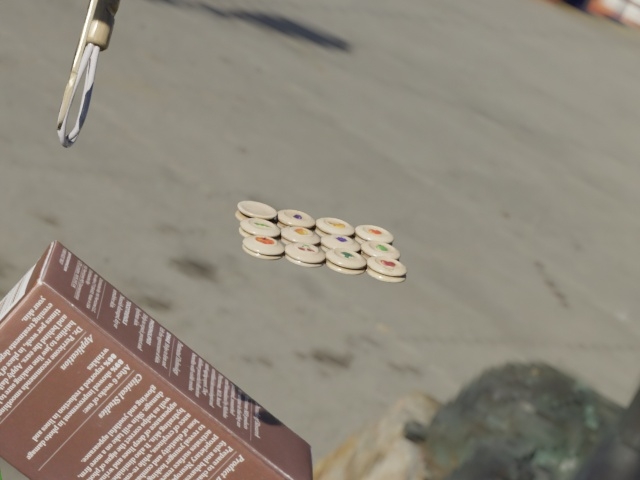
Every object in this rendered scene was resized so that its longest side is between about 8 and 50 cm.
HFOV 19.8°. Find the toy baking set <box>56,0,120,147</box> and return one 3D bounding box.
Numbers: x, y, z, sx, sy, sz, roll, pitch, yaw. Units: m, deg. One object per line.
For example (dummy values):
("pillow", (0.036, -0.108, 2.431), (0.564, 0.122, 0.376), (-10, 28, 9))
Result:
("toy baking set", (-0.192, -0.185, 1.596), (0.030, 0.197, 0.256), (15, 14, -9))

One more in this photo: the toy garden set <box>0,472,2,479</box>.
("toy garden set", (-0.321, 0.282, 1.358), (0.203, 0.244, 0.049), (-3, -12, -40))

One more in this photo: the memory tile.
("memory tile", (0.000, 0.000, 1.609), (0.148, 0.012, 0.113), (10, 21, -10))

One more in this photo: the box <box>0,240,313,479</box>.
("box", (-0.207, 0.198, 1.973), (0.381, 0.191, 0.143), (41, 15, -13))
